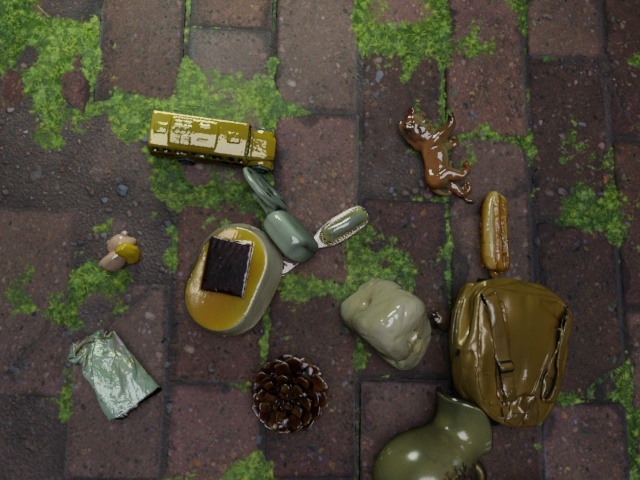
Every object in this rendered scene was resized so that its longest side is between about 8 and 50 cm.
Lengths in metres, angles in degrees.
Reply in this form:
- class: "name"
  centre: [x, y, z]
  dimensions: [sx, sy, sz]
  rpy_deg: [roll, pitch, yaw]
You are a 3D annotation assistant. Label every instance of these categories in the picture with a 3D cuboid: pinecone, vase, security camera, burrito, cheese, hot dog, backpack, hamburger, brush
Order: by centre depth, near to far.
- class: "pinecone"
  centre: [-0.081, 0.386, 1.542]
  dimensions: [0.208, 0.208, 0.207]
  rpy_deg: [1, 80, -5]
- class: "vase"
  centre: [0.310, 0.574, 1.546]
  dimensions: [0.302, 0.241, 0.329]
  rpy_deg: [-47, 118, -17]
- class: "burrito"
  centre: [-0.524, 0.331, 1.565]
  dimensions: [0.144, 0.089, 0.228]
  rpy_deg: [-35, 86, -24]
- class: "cheese"
  centre: [0.192, 0.219, 1.573]
  dimensions: [0.174, 0.248, 0.251]
  rpy_deg: [-44, 93, -9]
- class: "backpack"
  centre: [0.468, 0.280, 1.587]
  dimensions: [0.354, 0.201, 0.377]
  rpy_deg: [17, 75, -16]
- class: "hamburger"
  centre: [-0.227, 0.101, 1.600]
  dimensions: [0.227, 0.151, 0.295]
  rpy_deg: [25, 88, 7]
- class: "security camera"
  centre: [-0.122, -0.067, 1.622]
  dimensions: [0.080, 0.157, 0.301]
  rpy_deg: [-41, 71, 12]
- class: "brush"
  centre: [-0.001, -0.002, 1.679]
  dimensions: [0.313, 0.067, 0.072]
  rpy_deg: [-32, 85, -7]
- class: "hot dog"
  centre: [0.474, -0.013, 1.711]
  dimensions: [0.076, 0.102, 0.249]
  rpy_deg: [-8, 75, 36]

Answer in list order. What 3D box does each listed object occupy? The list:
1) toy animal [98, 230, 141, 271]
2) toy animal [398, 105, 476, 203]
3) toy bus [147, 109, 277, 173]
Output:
- class: "toy animal"
  centre: [-0.525, 0.027, 1.626]
  dimensions: [0.114, 0.091, 0.082]
  rpy_deg: [-41, 66, 19]
- class: "toy animal"
  centre: [0.323, -0.238, 1.740]
  dimensions: [0.158, 0.097, 0.312]
  rpy_deg: [-15, 84, 5]
- class: "toy bus"
  centre: [-0.287, -0.267, 1.666]
  dimensions: [0.336, 0.123, 0.121]
  rpy_deg: [7, 80, -4]
